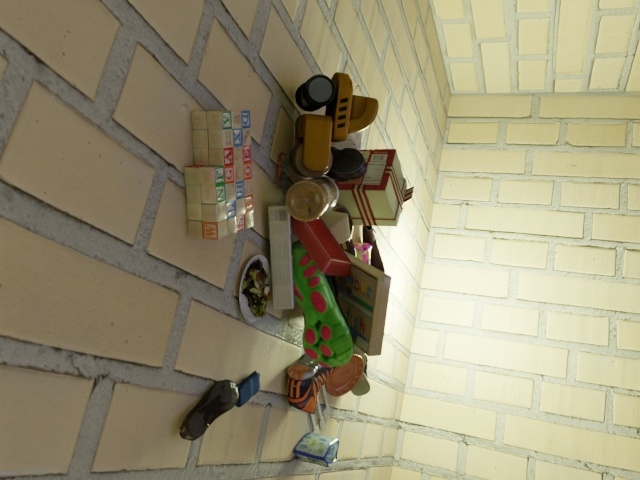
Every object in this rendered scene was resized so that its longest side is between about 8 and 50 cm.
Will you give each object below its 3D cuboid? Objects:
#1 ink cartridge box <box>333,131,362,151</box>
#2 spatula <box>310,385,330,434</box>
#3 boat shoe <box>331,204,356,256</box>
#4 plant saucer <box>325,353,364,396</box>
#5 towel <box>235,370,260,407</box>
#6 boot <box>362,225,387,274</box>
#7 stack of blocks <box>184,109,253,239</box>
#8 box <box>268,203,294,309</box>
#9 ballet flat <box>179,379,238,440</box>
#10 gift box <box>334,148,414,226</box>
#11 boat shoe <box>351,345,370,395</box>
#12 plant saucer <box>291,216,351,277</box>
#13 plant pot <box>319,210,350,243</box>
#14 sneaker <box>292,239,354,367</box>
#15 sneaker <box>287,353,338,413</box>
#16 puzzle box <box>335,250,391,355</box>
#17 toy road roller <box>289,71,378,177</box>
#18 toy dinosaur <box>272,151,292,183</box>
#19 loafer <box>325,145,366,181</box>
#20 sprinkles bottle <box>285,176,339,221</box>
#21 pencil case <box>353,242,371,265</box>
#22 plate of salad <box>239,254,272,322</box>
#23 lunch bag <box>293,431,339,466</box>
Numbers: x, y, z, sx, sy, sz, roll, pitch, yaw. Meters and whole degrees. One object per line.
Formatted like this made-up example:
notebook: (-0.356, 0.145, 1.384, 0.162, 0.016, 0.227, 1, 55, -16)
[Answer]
ink cartridge box: (0.099, -0.403, 2.173, 0.143, 0.092, 0.090, 53, 46, -61)
spatula: (-0.005, 0.673, 2.269, 0.168, 0.019, 0.242, -51, 139, -46)
boat shoe: (0.076, -0.036, 2.233, 0.095, 0.095, 0.257, -116, -165, -53)
plant saucer: (0.094, 0.548, 2.348, 0.200, 0.037, 0.200, -20, 124, -32)
towel: (-0.216, 0.436, 1.677, 0.119, 0.029, 0.067, -28, 120, -65)
boot: (0.223, 0.049, 2.510, 0.248, 0.090, 0.207, -108, -173, -65)
stack of blocks: (-0.245, -0.165, 1.390, 0.171, 0.087, 0.297, -28, 121, -64)
box: (-0.118, 0.048, 1.745, 0.063, 0.067, 0.324, -81, 168, -78)
ballet flat: (-0.289, 0.438, 1.477, 0.084, 0.058, 0.250, 55, 23, -3)
gift box: (0.223, -0.216, 2.309, 0.276, 0.255, 0.258, -66, 150, -30)
boat shoe: (0.143, 0.525, 2.476, 0.113, 0.127, 0.340, -104, 174, -54)
plant saucer: (0.000, 0.000, 1.868, 0.259, 0.047, 0.258, 56, 15, 17)
plant pot: (0.036, -0.037, 2.098, 0.096, 0.109, 0.109, -44, 135, -42)
sneaker: (0.011, 0.212, 1.921, 0.202, 0.185, 0.483, -55, 134, -61)
sneaker: (-0.028, 0.511, 2.064, 0.321, 0.124, 0.180, -9, 107, -56)
puzzle box: (0.108, 0.197, 1.994, 0.052, 0.409, 0.272, 1, 102, -25)
toy road roller: (0.043, -0.353, 1.777, 0.202, 0.240, 0.330, -145, -119, -77)
toy dinosaur: (-0.118, -0.228, 1.757, 0.090, 0.047, 0.082, -33, 105, -48)
loafer: (0.071, -0.244, 1.887, 0.109, 0.302, 0.095, -44, 122, -11)
sprinkles bottle: (-0.020, -0.136, 1.800, 0.355, 0.121, 0.121, -45, 138, -78)
pencil case: (0.167, 0.121, 2.451, 0.104, 0.104, 0.236, -23, 116, -65)
plate of salad: (-0.179, 0.142, 1.675, 0.200, 0.048, 0.200, 6, 90, -67)
lunch bag: (-0.014, 0.778, 2.116, 0.151, 0.128, 0.096, 21, 75, -68)
